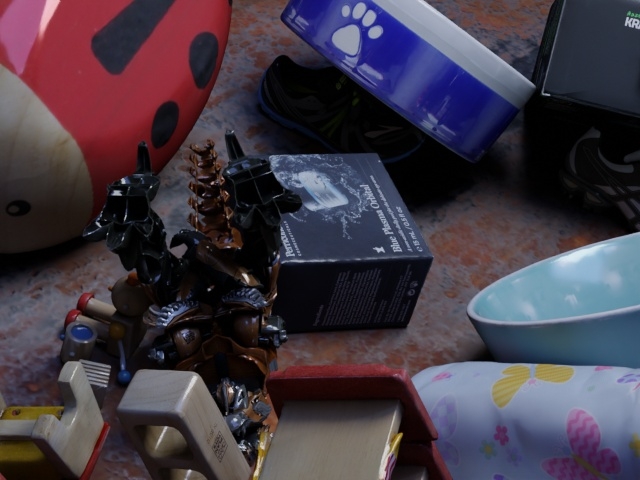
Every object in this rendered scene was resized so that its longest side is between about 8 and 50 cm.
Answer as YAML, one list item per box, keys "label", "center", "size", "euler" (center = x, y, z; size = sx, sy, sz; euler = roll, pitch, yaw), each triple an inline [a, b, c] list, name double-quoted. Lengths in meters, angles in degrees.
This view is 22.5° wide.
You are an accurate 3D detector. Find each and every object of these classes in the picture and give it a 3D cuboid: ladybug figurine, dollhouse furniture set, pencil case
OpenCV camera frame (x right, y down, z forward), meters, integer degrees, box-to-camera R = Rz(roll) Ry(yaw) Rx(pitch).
- label: "ladybug figurine"
  center: [-0.218, -0.184, 1.474]
  size: [0.305, 0.162, 0.449]
  euler: [50, 52, -27]
- label: "dollhouse furniture set"
  center: [-0.105, 0.211, 1.159]
  size: [0.374, 0.152, 0.201]
  euler: [-2, 43, 23]
- label: "pencil case"
  center: [0.182, 0.161, 1.274]
  size: [0.273, 0.124, 0.113]
  euler: [-5, 17, 44]

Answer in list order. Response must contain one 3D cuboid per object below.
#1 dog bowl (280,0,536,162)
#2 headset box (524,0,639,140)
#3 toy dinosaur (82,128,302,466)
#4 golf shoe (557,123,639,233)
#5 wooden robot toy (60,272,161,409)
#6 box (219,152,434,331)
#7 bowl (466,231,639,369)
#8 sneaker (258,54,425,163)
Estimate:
- label: "dog bowl"
  center: [0.091, -0.198, 1.687]
  size: [0.265, 0.104, 0.265]
  euler: [36, 8, -6]
- label: "headset box"
  center: [0.361, -0.181, 1.731]
  size: [0.246, 0.131, 0.283]
  euler: [14, 1, 2]
- label: "toy dinosaur"
  center: [-0.099, 0.035, 1.348]
  size: [0.164, 0.218, 0.322]
  euler: [-25, 48, -13]
- label: "golf shoe"
  center: [0.358, -0.055, 1.736]
  size: [0.198, 0.094, 0.077]
  euler: [26, 37, 7]
- label: "wooden robot toy"
  center: [-0.178, 0.061, 1.383]
  size: [0.076, 0.079, 0.173]
  euler: [23, 38, 4]
- label: "box"
  center: [0.000, 0.000, 1.521]
  size: [0.158, 0.093, 0.156]
  euler: [-3, 43, -24]
- label: "bowl"
  center: [0.299, 0.096, 1.410]
  size: [0.311, 0.163, 0.311]
  euler: [-16, 8, 2]
- label: "sneaker"
  center: [0.022, -0.140, 1.705]
  size: [0.188, 0.078, 0.067]
  euler: [25, 47, 10]
